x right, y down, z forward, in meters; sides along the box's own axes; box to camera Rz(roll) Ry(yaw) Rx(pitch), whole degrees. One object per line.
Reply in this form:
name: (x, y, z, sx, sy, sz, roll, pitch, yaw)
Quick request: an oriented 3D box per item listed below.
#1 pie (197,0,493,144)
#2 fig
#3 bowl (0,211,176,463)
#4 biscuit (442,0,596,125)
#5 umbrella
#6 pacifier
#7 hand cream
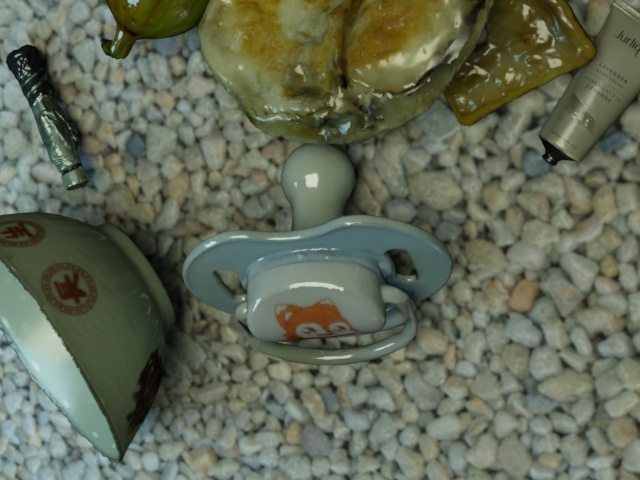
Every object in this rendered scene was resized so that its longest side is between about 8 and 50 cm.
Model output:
pie: (0.029, -0.254, 1.394, 0.339, 0.077, 0.339, -9, 69, 24)
fig: (-0.200, -0.290, 1.484, 0.148, 0.142, 0.186, 37, 95, 37)
bowl: (-0.273, 0.082, 1.524, 0.157, 0.337, 0.337, -35, 86, -20)
biscuit: (0.185, -0.227, 1.400, 0.183, 0.039, 0.174, -32, 99, 32)
umbrella: (-0.328, -0.151, 1.591, 0.046, 0.050, 0.188, -34, 79, 49)
pacifier: (0.000, 0.000, 1.461, 0.299, 0.244, 0.233, -6, 65, 13)
hand cream: (0.300, -0.160, 1.399, 0.087, 0.054, 0.186, 35, 100, 5)
